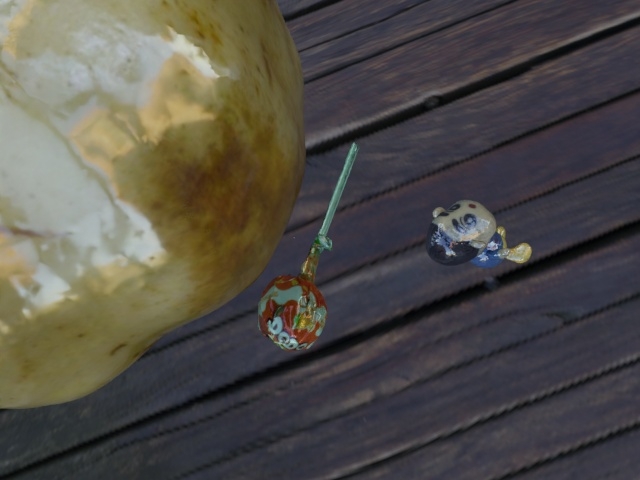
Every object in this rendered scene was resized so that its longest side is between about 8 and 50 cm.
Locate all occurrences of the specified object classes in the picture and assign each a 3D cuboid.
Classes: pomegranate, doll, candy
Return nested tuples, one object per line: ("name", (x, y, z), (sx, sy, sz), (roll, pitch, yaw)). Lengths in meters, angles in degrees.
("pomegranate", (-0.175, -0.071, 0.688), (0.332, 0.332, 0.333), (-1, 98, -4))
("doll", (0.199, -0.006, 1.508), (0.179, 0.102, 0.089), (0, 120, -47))
("candy", (0.000, 0.000, 0.885), (0.055, 0.049, 0.185), (45, 55, -37))
